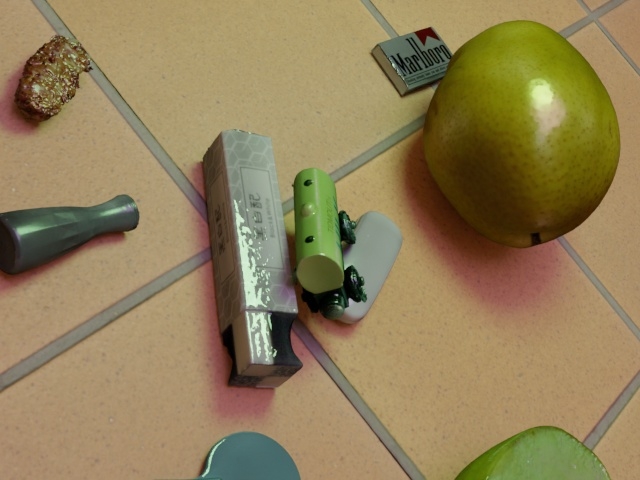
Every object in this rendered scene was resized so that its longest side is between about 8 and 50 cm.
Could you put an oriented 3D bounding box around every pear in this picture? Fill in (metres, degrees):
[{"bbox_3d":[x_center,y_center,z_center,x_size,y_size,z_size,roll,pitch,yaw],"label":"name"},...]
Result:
[{"bbox_3d":[0.363,-0.195,1.823,0.362,0.362,0.418,9,64,-29],"label":"pear"},{"bbox_3d":[0.325,0.417,1.548,0.286,0.176,0.282,47,46,-6],"label":"pear"}]

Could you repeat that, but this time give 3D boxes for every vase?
[{"bbox_3d":[-0.361,-0.018,1.427,0.214,0.086,0.086,-19,74,-44],"label":"vase"}]

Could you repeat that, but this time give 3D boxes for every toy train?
[{"bbox_3d":[0.000,0.000,1.561,0.253,0.105,0.157,-94,165,-48],"label":"toy train"}]

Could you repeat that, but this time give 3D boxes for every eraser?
[{"bbox_3d":[-0.110,0.023,1.550,0.096,0.098,0.403,8,58,-28],"label":"eraser"}]

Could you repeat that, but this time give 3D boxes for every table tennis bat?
[{"bbox_3d":[-0.128,0.341,1.384,0.244,0.040,0.152,3,60,-36],"label":"table tennis bat"}]

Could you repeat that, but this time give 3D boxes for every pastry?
[{"bbox_3d":[-0.420,-0.248,1.541,0.087,0.063,0.169,39,43,-19],"label":"pastry"}]

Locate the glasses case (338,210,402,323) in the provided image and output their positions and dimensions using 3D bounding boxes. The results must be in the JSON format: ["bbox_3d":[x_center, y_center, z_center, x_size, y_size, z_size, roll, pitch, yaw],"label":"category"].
[{"bbox_3d":[0.070,0.042,1.681,0.092,0.059,0.233,35,50,-8],"label":"glasses case"}]

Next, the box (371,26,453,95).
[{"bbox_3d":[0.195,-0.367,2.030,0.177,0.036,0.115,-26,78,-40],"label":"box"}]
